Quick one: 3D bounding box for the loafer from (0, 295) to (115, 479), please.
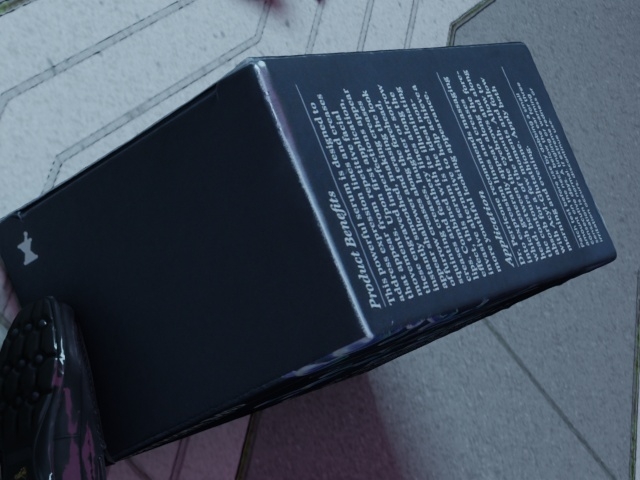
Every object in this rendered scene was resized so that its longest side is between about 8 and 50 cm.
[{"bbox_3d":[-0.187,0.151,1.164,0.078,0.076,0.223,21,57,-50],"label":"loafer"}]

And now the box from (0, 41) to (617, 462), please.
[{"bbox_3d":[0.000,0.000,1.304,0.395,0.293,0.212,-12,78,-54],"label":"box"}]
